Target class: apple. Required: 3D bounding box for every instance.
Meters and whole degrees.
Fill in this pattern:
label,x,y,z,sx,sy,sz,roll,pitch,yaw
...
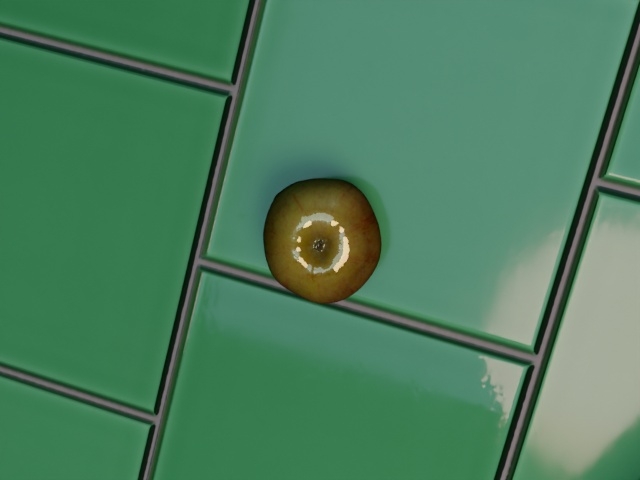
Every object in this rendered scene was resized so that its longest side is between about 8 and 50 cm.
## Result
label,x,y,z,sx,sy,sz,roll,pitch,yaw
apple,0.000,0.000,0.520,0.084,0.071,0.084,1,96,11
